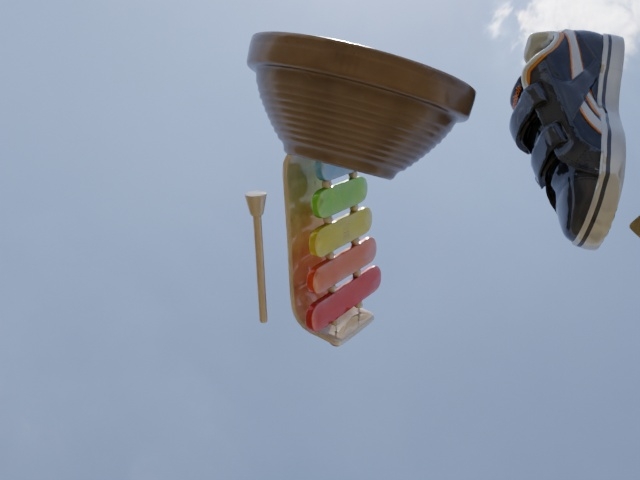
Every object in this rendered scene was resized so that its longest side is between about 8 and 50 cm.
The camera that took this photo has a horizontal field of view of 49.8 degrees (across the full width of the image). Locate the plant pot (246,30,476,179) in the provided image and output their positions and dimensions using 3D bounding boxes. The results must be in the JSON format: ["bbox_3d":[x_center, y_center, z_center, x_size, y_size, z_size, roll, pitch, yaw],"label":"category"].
[{"bbox_3d":[0.032,-0.129,0.715,0.237,0.237,0.109,15,-85,13],"label":"plant pot"}]

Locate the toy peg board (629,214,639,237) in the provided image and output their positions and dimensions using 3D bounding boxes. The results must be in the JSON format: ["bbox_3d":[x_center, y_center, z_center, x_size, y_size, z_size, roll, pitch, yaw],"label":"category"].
[{"bbox_3d":[0.495,-0.017,0.840,0.161,0.079,0.160,-47,-112,19],"label":"toy peg board"}]

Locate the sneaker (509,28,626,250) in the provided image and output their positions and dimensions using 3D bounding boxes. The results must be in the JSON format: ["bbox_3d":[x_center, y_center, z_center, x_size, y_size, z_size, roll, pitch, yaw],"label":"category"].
[{"bbox_3d":[0.290,-0.131,0.835,0.127,0.321,0.126,12,-35,7],"label":"sneaker"}]

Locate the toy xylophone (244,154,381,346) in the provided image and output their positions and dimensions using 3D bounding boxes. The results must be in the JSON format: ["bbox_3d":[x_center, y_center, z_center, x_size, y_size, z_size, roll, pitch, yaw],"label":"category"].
[{"bbox_3d":[0.000,0.000,0.976,0.081,0.236,0.322,7,-63,31],"label":"toy xylophone"}]
